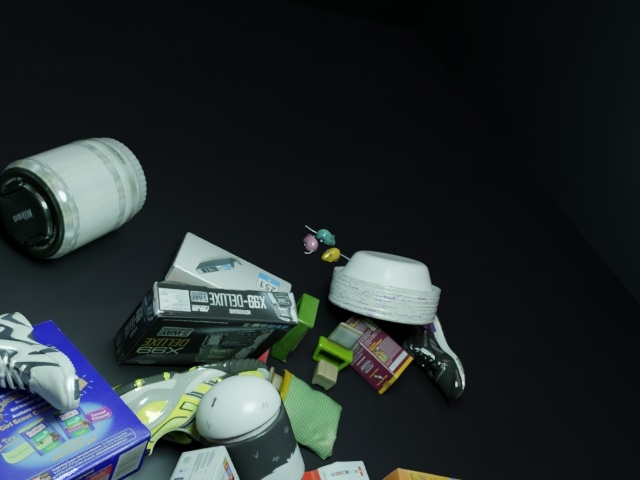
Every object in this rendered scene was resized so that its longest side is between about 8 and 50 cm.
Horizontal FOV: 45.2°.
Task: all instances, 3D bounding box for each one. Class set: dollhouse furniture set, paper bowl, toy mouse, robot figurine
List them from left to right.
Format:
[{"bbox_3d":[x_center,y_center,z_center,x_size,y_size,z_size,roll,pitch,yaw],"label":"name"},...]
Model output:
[{"bbox_3d":[-0.134,0.392,1.461,0.174,0.278,0.209,-19,16,-6],"label":"robot figurine"},{"bbox_3d":[-0.010,0.303,1.740,0.197,0.151,0.301,28,36,-11],"label":"dollhouse furniture set"},{"bbox_3d":[0.000,0.000,2.203,0.161,0.031,0.143,-5,52,-43],"label":"toy mouse"},{"bbox_3d":[0.170,0.114,1.999,0.284,0.148,0.284,11,6,-1],"label":"paper bowl"}]

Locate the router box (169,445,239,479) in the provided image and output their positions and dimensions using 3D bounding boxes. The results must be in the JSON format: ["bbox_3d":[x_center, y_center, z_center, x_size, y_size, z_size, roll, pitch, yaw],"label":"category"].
[{"bbox_3d":[-0.173,0.545,1.186,0.335,0.082,0.301,-71,145,-65],"label":"router box"}]

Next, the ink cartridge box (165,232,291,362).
[{"bbox_3d":[-0.226,0.140,1.822,0.296,0.066,0.261,27,35,-13],"label":"ink cartridge box"}]

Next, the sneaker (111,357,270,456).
[{"bbox_3d":[-0.256,0.328,1.550,0.385,0.145,0.147,-7,79,-45],"label":"sneaker"}]

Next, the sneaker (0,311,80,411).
[{"bbox_3d":[-0.508,0.214,1.242,0.235,0.094,0.153,41,36,25],"label":"sneaker"}]

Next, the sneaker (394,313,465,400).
[{"bbox_3d":[0.279,0.311,2.045,0.124,0.107,0.283,-2,45,-22],"label":"sneaker"}]

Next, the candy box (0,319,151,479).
[{"bbox_3d":[-0.496,0.308,1.315,0.317,0.122,0.268,42,36,23],"label":"candy box"}]

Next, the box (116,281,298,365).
[{"bbox_3d":[-0.238,0.182,1.593,0.307,0.242,0.076,7,56,-32],"label":"box"}]

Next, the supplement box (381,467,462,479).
[{"bbox_3d":[0.254,0.573,1.717,0.233,0.080,0.078,19,41,-27],"label":"supplement box"}]

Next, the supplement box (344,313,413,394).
[{"bbox_3d":[0.126,0.280,1.943,0.188,0.081,0.104,43,35,9],"label":"supplement box"}]

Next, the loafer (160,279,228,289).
[{"bbox_3d":[-0.258,0.157,1.725,0.251,0.087,0.094,18,24,-26],"label":"loafer"}]

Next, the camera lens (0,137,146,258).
[{"bbox_3d":[-0.548,-0.098,1.690,0.219,0.219,0.274,42,35,9],"label":"camera lens"}]

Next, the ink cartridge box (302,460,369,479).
[{"bbox_3d":[0.033,0.535,1.604,0.179,0.045,0.145,11,42,-35],"label":"ink cartridge box"}]
